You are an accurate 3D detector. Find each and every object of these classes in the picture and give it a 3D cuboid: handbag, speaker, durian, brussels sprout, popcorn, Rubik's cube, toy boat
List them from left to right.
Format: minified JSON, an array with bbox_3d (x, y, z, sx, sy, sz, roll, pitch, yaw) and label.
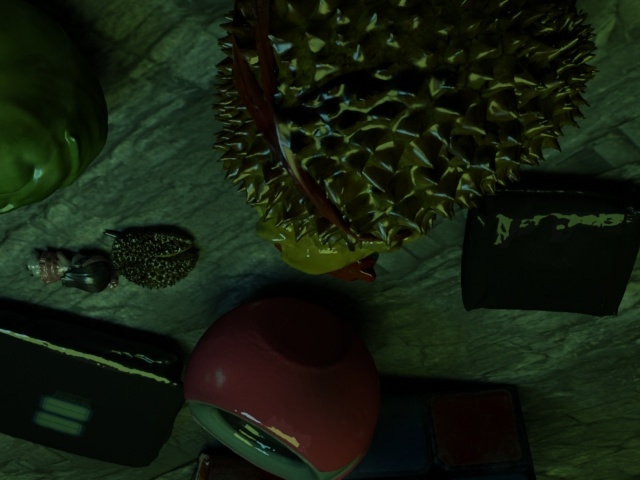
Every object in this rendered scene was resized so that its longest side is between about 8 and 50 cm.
[{"bbox_3d":[-0.396,-0.147,1.323,0.328,0.247,0.328,-2,149,-1],"label":"brussels sprout"},{"bbox_3d":[-0.245,0.028,1.670,0.140,0.071,0.110,18,143,-3],"label":"durian"},{"bbox_3d":[-0.054,0.228,1.732,0.294,0.294,0.294,6,144,4],"label":"speaker"},{"bbox_3d":[0.000,0.000,1.590,0.173,0.058,0.069,22,142,-6],"label":"toy boat"},{"bbox_3d":[0.023,-0.063,1.402,0.254,0.191,0.190,-15,105,26],"label":"popcorn"},{"bbox_3d":[0.069,-0.160,1.162,0.384,0.347,0.347,-40,130,4],"label":"durian"},{"bbox_3d":[0.174,0.443,1.903,0.314,0.318,0.316,-3,144,-2],"label":"Rubik's cube"},{"bbox_3d":[0.296,0.020,1.534,0.223,0.080,0.246,5,144,5],"label":"handbag"}]

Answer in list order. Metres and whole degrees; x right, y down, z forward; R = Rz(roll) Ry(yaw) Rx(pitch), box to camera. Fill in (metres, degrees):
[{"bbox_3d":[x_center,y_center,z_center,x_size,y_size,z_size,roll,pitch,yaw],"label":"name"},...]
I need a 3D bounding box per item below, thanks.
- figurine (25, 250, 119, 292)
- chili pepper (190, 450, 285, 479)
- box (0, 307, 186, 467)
[{"bbox_3d":[-0.363,0.048,1.734,0.129,0.054,0.072,3,147,11],"label":"figurine"},{"bbox_3d":[-0.094,0.497,2.179,0.306,0.229,0.251,1,127,-8],"label":"chili pepper"},{"bbox_3d":[-0.411,0.246,1.981,0.359,0.091,0.350,16,142,-8],"label":"box"}]
